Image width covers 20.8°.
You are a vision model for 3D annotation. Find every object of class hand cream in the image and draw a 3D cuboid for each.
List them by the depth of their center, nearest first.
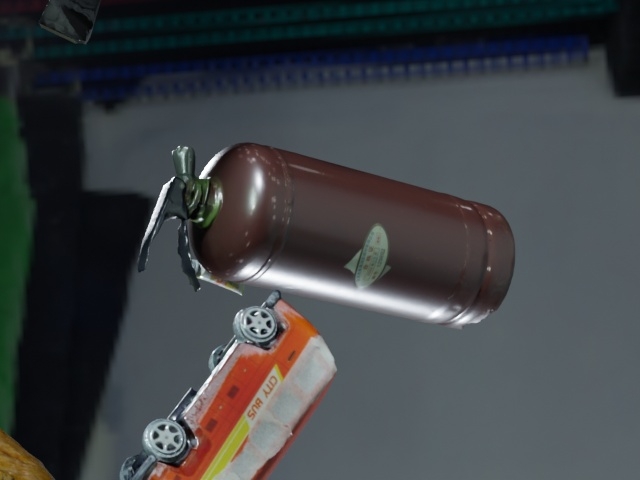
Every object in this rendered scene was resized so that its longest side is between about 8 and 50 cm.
[{"bbox_3d":[-0.118,0.039,2.037,0.102,0.022,0.035,19,-110,-52],"label":"hand cream"}]

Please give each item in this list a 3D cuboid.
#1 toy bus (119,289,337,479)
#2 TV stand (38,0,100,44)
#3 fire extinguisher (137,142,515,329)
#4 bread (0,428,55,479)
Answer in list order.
[{"bbox_3d":[-0.055,0.113,1.085,0.174,0.077,0.079,-51,-2,-34],"label":"toy bus"},{"bbox_3d":[-0.128,-0.260,1.216,0.256,0.040,0.049,-65,8,0],"label":"TV stand"},{"bbox_3d":[0.000,0.000,1.429,0.114,0.337,0.135,-31,54,47],"label":"fire extinguisher"},{"bbox_3d":[-0.363,0.242,1.463,0.312,0.312,0.172,-66,-6,-73],"label":"bread"}]
